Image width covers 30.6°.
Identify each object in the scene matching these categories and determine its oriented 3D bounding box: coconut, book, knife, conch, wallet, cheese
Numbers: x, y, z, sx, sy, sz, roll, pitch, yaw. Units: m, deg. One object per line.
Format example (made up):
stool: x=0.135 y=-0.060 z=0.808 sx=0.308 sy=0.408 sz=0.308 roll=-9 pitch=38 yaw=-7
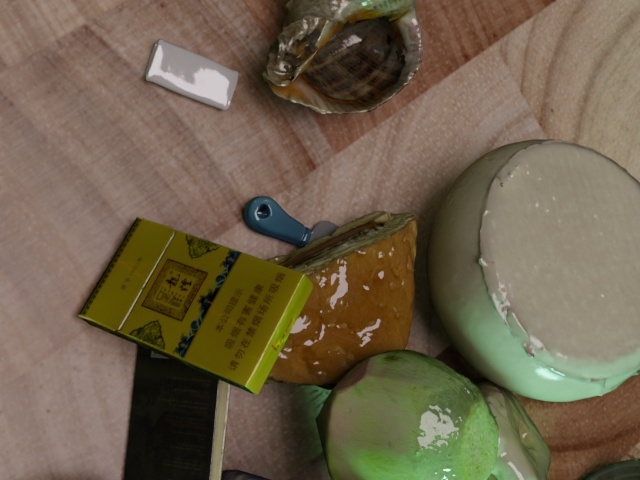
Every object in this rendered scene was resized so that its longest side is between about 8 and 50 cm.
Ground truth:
coconut: x=0.099 y=0.238 z=1.463 sx=0.235 sy=0.236 sz=0.205 roll=-5 pitch=102 yaw=-26
book: x=-0.182 y=0.221 z=1.479 sx=0.024 sy=0.160 sz=0.228 roll=13 pitch=80 yaw=-51
knife: x=0.000 y=-0.002 z=1.650 sx=0.244 sy=0.032 sz=0.058 roll=24 pitch=72 yaw=-27
conch: x=0.027 y=-0.301 z=1.615 sx=0.291 sy=0.159 sz=0.210 roll=-41 pitch=127 yaw=-10
wallet: x=-0.173 y=-0.223 z=1.580 sx=0.122 sy=0.025 sz=0.061 roll=20 pitch=76 yaw=-24
cheese: x=0.206 y=0.302 z=1.669 sx=0.174 sy=0.251 sz=0.248 roll=58 pitch=30 yaw=3

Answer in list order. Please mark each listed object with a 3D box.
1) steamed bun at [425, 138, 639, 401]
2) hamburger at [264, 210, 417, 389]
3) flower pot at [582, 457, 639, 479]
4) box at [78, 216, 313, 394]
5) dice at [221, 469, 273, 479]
steamed bun: x=0.310 y=0.047 z=1.672 sx=0.374 sy=0.241 sz=0.374 roll=7 pitch=74 yaw=-25
hamburger: x=0.019 y=0.108 z=1.569 sx=0.330 sy=0.162 sz=0.209 roll=-29 pitch=105 yaw=-24
flower pot: x=0.485 y=0.460 z=1.766 sx=0.235 sy=0.235 sz=0.140 roll=-49 pitch=127 yaw=-20
box: x=-0.156 y=0.075 z=1.448 sx=0.153 sy=0.279 sz=0.041 roll=-62 pitch=147 yaw=-15
dice: x=-0.036 y=0.452 z=1.465 sx=0.271 sy=0.270 sz=0.270 roll=24 pitch=78 yaw=-23
